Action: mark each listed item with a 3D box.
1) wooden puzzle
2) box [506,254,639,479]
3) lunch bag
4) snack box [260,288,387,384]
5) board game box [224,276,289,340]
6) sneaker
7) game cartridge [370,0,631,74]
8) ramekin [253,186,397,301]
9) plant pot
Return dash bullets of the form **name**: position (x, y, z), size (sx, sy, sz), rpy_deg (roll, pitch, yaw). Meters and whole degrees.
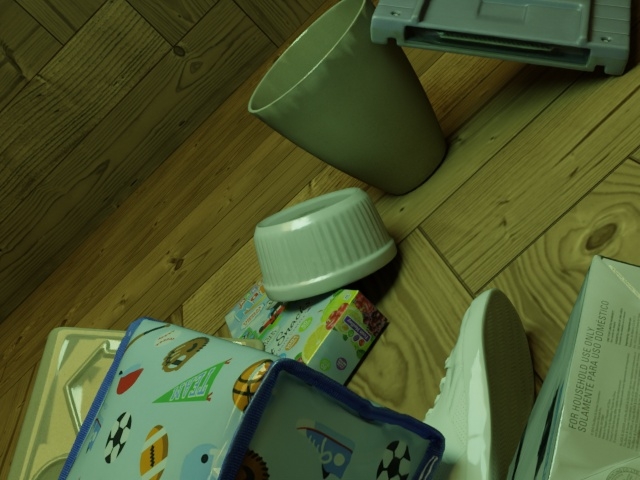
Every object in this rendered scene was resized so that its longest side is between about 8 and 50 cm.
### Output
- **wooden puzzle**: position (-0.249, 0.282, 1.130), size (0.347, 0.080, 0.322), rpy_deg (0, 63, 18)
- **box**: position (0.174, 0.169, 0.555), size (0.290, 0.087, 0.169), rpy_deg (90, -160, -51)
- **lunch bag**: position (-0.123, 0.286, 0.767), size (0.327, 0.238, 0.386), rpy_deg (5, 68, 59)
- **snack box**: position (-0.026, 0.164, 1.176), size (0.207, 0.070, 0.174), rpy_deg (-52, 21, -17)
- **board game box**: position (-0.078, 0.118, 1.390), size (0.160, 0.039, 0.211), rpy_deg (-46, 21, 2)
- **sneaker**: position (0.118, 0.181, 0.841), size (0.169, 0.108, 0.293), rpy_deg (-26, 31, 34)
- **game cartridge**: position (0.270, -0.347, 1.243), size (0.354, 0.068, 0.230), rpy_deg (10, 50, 12)
- **ramekin**: position (0.000, 0.000, 1.251), size (0.207, 0.109, 0.207), rpy_deg (-19, 10, 3)
- **plant pot**: position (0.068, -0.207, 1.365), size (0.256, 0.274, 0.256), rpy_deg (-39, 22, 19)
